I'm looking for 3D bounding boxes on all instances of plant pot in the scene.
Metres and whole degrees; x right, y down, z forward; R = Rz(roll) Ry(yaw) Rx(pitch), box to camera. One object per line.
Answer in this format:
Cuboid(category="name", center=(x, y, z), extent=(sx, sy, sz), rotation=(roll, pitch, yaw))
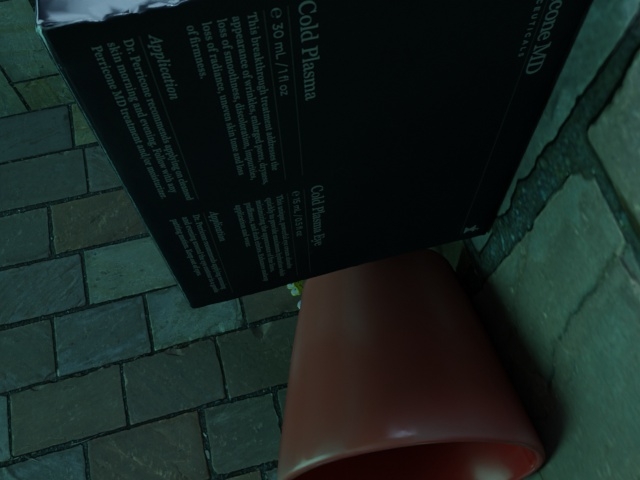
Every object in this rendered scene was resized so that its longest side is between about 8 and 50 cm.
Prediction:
Cuboid(category="plant pot", center=(0.083, 0.154, 0.654), extent=(0.275, 0.275, 0.243), rotation=(85, 180, -53))

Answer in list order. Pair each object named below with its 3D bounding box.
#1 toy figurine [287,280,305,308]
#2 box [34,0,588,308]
Cuboid(category="toy figurine", center=(0.031, 0.038, 1.463), extent=(0.217, 0.191, 0.362), rotation=(-69, 26, 19))
Cuboid(category="box", center=(-0.004, -0.123, 0.467), extent=(0.343, 0.313, 0.178), rotation=(89, 167, -60))
